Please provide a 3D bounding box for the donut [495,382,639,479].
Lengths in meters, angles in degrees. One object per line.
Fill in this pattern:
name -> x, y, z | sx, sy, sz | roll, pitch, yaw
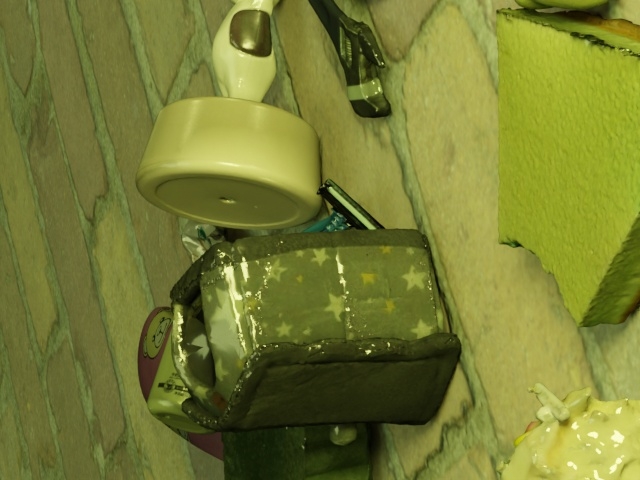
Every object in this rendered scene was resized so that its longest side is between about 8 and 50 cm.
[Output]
donut -> 0.232, 0.286, 1.210 | 0.371, 0.150, 0.307 | -131, 40, -54

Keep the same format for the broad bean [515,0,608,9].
broad bean -> 0.168, -0.180, 1.346 | 0.083, 0.063, 0.045 | 11, 119, 40

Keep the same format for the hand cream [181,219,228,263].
hand cream -> -0.084, 0.035, 2.027 | 0.257, 0.050, 0.084 | 48, 135, 50

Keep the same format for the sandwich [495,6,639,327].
sandwich -> 0.201, -0.038, 1.325 | 0.245, 0.063, 0.212 | -145, 49, -62

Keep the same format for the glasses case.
glasses case -> -0.125, 0.153, 2.105 | 0.316, 0.076, 0.123 | -160, 73, -63

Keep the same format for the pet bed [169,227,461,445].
pet bed -> -0.010, 0.092, 1.651 | 0.183, 0.211, 0.159 | 141, 122, -60

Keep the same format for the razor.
razor -> 0.000, 0.000, 1.827 | 0.082, 0.042, 0.253 | 41, 155, -5

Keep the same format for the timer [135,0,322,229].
timer -> -0.071, -0.160, 1.860 | 0.175, 0.175, 0.266 | 146, 133, -65

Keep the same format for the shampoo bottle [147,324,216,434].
shampoo bottle -> -0.113, 0.107, 1.952 | 0.079, 0.079, 0.162 | -31, 39, 65

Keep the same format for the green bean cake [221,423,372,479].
green bean cake -> -0.021, 0.204, 1.854 | 0.185, 0.094, 0.183 | -149, 57, -62

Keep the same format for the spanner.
spanner -> -0.011, -0.240, 1.745 | 0.087, 0.024, 0.316 | 96, 150, -58
